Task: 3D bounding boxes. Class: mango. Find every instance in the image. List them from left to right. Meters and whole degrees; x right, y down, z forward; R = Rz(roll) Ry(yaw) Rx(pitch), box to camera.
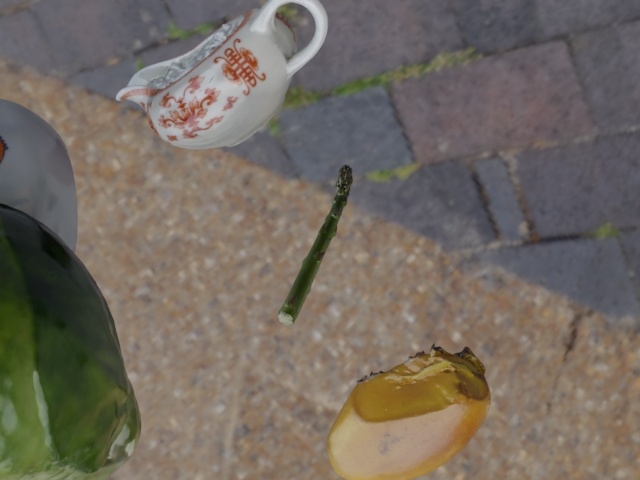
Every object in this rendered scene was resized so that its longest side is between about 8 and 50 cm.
[{"bbox_3d":[0.114,0.246,1.790,0.252,0.126,0.154,-37,127,18],"label":"mango"}]

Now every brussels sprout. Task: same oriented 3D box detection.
[{"bbox_3d":[-0.245,0.092,0.955,0.271,0.210,0.219,51,178,-43],"label":"brussels sprout"}]

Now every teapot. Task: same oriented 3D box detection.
[{"bbox_3d":[-0.083,-0.157,1.238,0.245,0.159,0.116,-33,97,32],"label":"teapot"}]

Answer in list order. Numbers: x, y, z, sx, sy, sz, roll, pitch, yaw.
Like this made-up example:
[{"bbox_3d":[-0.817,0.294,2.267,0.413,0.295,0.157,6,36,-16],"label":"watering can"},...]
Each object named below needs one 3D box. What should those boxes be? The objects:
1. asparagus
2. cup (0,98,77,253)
[{"bbox_3d":[0.000,0.000,1.572,0.024,0.248,0.025,-4,136,31],"label":"asparagus"},{"bbox_3d":[-0.380,-0.018,1.127,0.212,0.317,0.212,9,100,62],"label":"cup"}]
